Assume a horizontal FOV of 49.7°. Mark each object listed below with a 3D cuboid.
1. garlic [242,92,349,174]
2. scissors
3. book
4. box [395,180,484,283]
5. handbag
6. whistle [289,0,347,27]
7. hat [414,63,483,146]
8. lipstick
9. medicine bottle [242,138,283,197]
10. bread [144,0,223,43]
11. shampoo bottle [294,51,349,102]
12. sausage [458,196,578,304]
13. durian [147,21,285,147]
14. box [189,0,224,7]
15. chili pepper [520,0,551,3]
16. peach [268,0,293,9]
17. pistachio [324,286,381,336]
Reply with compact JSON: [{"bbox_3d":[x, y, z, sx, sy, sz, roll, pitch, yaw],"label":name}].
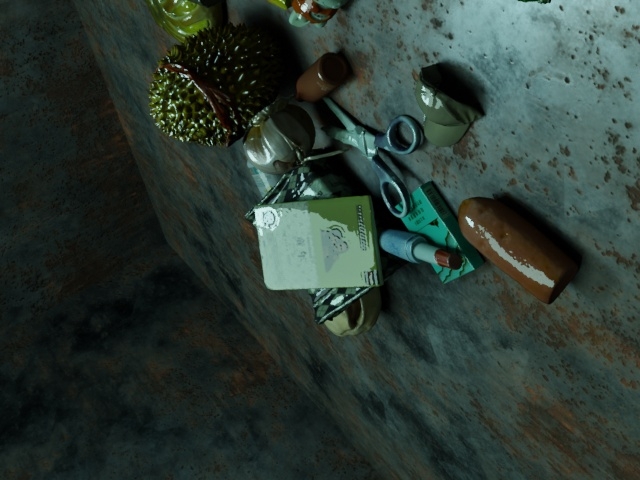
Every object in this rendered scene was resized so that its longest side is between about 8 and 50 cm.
[{"bbox_3d":[-0.067,-0.274,1.739,0.256,0.207,0.207,2,126,33],"label":"garlic"},{"bbox_3d":[0.107,-0.244,1.683,0.383,0.029,0.256,45,143,40],"label":"scissors"},{"bbox_3d":[-0.014,0.011,1.814,0.352,0.035,0.239,-3,100,29],"label":"book"},{"bbox_3d":[0.277,-0.015,1.635,0.226,0.042,0.161,57,159,4],"label":"box"},{"bbox_3d":[0.000,0.000,1.918,0.317,0.180,0.416,-45,75,28],"label":"handbag"},{"bbox_3d":[-0.003,-0.520,1.475,0.102,0.106,0.253,41,156,-16],"label":"whistle"},{"bbox_3d":[0.231,-0.244,1.370,0.147,0.085,0.175,48,155,21],"label":"hat"},{"bbox_3d":[0.235,0.023,1.630,0.274,0.061,0.068,22,137,60],"label":"lipstick"},{"bbox_3d":[-0.155,-0.236,2.145,0.135,0.135,0.215,10,129,62],"label":"medicine bottle"},{"bbox_3d":[-0.422,-0.714,2.050,0.333,0.160,0.333,47,158,26],"label":"bread"},{"bbox_3d":[-0.012,-0.390,1.708,0.085,0.085,0.244,62,161,-9],"label":"shampoo bottle"},{"bbox_3d":[0.377,0.007,1.362,0.259,0.113,0.113,45,155,27],"label":"sausage"},{"bbox_3d":[-0.276,-0.409,1.841,0.347,0.384,0.347,57,162,31],"label":"durian"},{"bbox_3d":[-0.282,-0.734,1.686,0.143,0.184,0.273,34,149,44],"label":"box"},{"bbox_3d":[0.274,-0.442,1.056,0.227,0.059,0.088,50,153,14],"label":"chili pepper"},{"bbox_3d":[-0.094,-0.596,1.567,0.151,0.118,0.151,17,134,18],"label":"peach"},{"bbox_3d":[0.083,0.150,2.086,0.214,0.193,0.318,-122,23,-68],"label":"pistachio"}]
